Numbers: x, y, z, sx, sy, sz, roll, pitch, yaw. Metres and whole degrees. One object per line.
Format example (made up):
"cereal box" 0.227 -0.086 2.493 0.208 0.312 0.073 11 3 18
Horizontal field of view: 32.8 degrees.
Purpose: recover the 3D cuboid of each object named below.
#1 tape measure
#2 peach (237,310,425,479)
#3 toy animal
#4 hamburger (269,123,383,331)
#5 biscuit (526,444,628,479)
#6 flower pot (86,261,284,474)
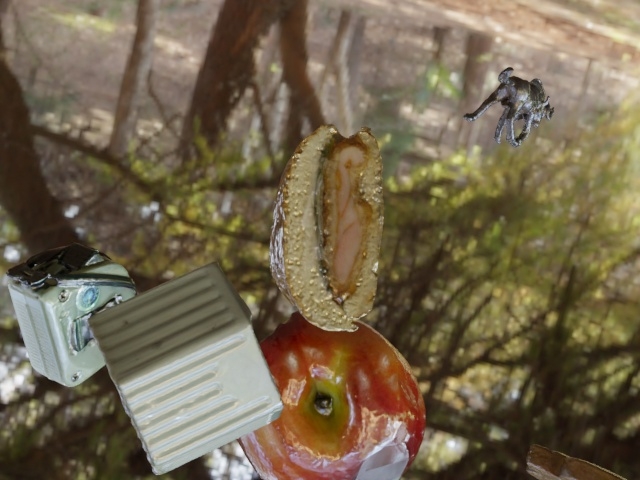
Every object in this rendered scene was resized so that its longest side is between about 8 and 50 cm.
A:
"tape measure" -0.387 0.100 1.762 0.115 0.235 0.207 21 -137 33
"peach" 0.024 0.316 1.943 0.310 0.335 0.406 44 168 31
"toy animal" 0.375 -0.265 2.117 0.084 0.148 0.232 27 -178 35
"hamburger" 0.002 0.001 1.718 0.162 0.330 0.209 3 161 -12
"biscuit" 0.321 0.285 1.234 0.180 0.039 0.236 32 171 -5
"flower pot" -0.174 0.168 1.411 0.189 0.239 0.209 -26 -161 -12
